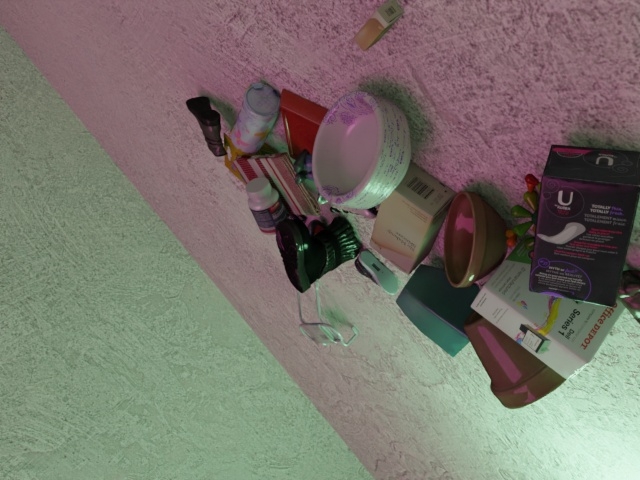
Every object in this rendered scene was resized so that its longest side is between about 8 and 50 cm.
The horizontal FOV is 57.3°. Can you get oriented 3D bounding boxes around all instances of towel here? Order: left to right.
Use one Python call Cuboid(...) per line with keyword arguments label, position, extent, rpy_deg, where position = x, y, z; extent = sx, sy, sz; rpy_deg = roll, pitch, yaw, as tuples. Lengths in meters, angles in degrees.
Cuboid(label="towel", position=(-0.150, -0.186, 1.958), extent=(0.329, 0.037, 0.237), rpy_deg=(8, 136, 53))

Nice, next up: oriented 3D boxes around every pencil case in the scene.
Cuboid(label="pencil case", position=(-0.212, -0.385, 1.862), extent=(0.124, 0.113, 0.273), rpy_deg=(54, 155, 6))

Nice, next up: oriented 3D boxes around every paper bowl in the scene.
Cuboid(label="paper bowl", position=(0.114, -0.217, 1.463), extent=(0.148, 0.284, 0.284), rpy_deg=(11, 176, -35))

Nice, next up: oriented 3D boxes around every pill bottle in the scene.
Cuboid(label="pill bottle", position=(-0.180, -0.115, 1.940), extent=(0.108, 0.108, 0.180), rpy_deg=(24, 149, 39))

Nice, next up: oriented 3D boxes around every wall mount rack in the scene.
Cuboid(label="wall mount rack", position=(-0.003, 0.332, 2.561), extent=(0.304, 0.130, 0.350), rpy_deg=(49, 155, -12))

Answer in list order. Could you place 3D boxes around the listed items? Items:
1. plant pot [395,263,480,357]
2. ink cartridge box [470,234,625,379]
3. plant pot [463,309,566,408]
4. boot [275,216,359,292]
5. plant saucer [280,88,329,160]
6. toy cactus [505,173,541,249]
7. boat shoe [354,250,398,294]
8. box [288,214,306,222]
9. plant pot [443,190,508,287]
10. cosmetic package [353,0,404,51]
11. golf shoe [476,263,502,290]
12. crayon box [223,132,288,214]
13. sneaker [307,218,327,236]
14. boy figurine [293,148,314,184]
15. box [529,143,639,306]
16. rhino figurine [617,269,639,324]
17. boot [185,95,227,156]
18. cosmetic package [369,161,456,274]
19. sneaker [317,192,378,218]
Cuboid(label="plant pot", position=(0.353, 0.187, 1.715), extent=(0.234, 0.165, 0.165), rpy_deg=(35, 152, 11))
Cuboid(label="ink cartridge box", position=(0.533, 0.153, 1.375), extent=(0.278, 0.201, 0.117), rpy_deg=(38, 153, 18))
Cuboid(label="plant pot", position=(0.503, 0.261, 1.518), extent=(0.229, 0.263, 0.263), rpy_deg=(50, 155, 2))
Cuboid(label="boot", position=(-0.002, -0.002, 1.917), extent=(0.131, 0.260, 0.348), rpy_deg=(46, 160, 29))
Cuboid(label="plant saucer", position=(-0.020, -0.300, 1.764), extent=(0.259, 0.048, 0.258), rpy_deg=(32, 151, 30))
Cuboid(label="toy cactus", position=(0.504, -0.039, 1.284), extent=(0.180, 0.112, 0.219), rpy_deg=(21, 136, 25))
Cuboid(label="boat shoe", position=(0.193, 0.118, 2.020), extent=(0.183, 0.065, 0.083), rpy_deg=(50, 158, 7))
Cuboid(label="box", position=(-0.145, -0.094, 2.253), extent=(0.184, 0.045, 0.190), rpy_deg=(41, 153, 7))
Cuboid(label="plant pot", position=(0.386, 0.000, 1.432), extent=(0.110, 0.237, 0.237), rpy_deg=(4, 149, -4))
Cuboid(label="cosmetic package", position=(0.126, -0.470, 1.281), extent=(0.041, 0.060, 0.115), rpy_deg=(49, 156, -5))
Cuboid(label="golf shoe", position=(0.442, 0.105, 1.584), extent=(0.069, 0.086, 0.176), rpy_deg=(54, 155, -17))
Cuboid(label="crayon box", position=(-0.209, -0.251, 2.083), extent=(0.318, 0.081, 0.202), rpy_deg=(40, 153, 13))
Cuboid(label="sneaker", position=(-0.044, 0.001, 2.167), extent=(0.125, 0.104, 0.262), rpy_deg=(39, 153, 22))
Cuboid(label="boy figurine", position=(0.067, -0.171, 1.697), extent=(0.285, 0.092, 0.177), rpy_deg=(22, 143, 16))
Cuboid(label="box", position=(0.506, -0.030, 1.128), extent=(0.165, 0.143, 0.270), rpy_deg=(10, 128, 24))
Cuboid(label="rhino figurine", position=(0.662, 0.096, 1.248), extent=(0.243, 0.073, 0.106), rpy_deg=(46, 152, 6))
Cuboid(label="boot", position=(-0.407, -0.402, 2.079), extent=(0.246, 0.083, 0.161), rpy_deg=(51, 154, 45))
Cuboid(label="cosmetic package", position=(0.247, -0.054, 1.629), extent=(0.160, 0.113, 0.309), rpy_deg=(38, 152, 18))
Cuboid(label="sneaker", position=(0.084, -0.110, 1.810), extent=(0.237, 0.086, 0.085), rpy_deg=(30, -173, 41))
